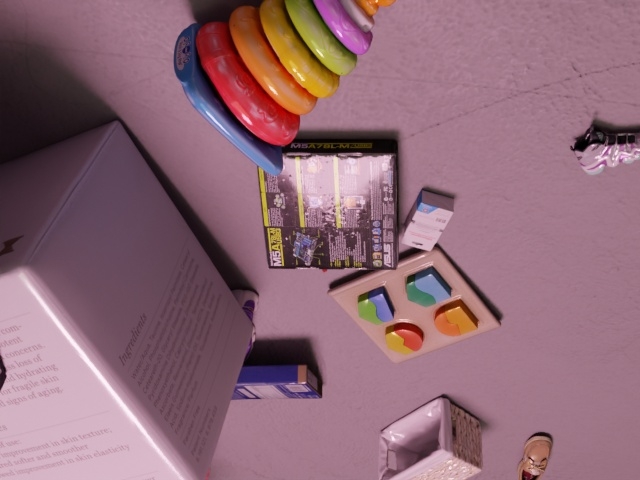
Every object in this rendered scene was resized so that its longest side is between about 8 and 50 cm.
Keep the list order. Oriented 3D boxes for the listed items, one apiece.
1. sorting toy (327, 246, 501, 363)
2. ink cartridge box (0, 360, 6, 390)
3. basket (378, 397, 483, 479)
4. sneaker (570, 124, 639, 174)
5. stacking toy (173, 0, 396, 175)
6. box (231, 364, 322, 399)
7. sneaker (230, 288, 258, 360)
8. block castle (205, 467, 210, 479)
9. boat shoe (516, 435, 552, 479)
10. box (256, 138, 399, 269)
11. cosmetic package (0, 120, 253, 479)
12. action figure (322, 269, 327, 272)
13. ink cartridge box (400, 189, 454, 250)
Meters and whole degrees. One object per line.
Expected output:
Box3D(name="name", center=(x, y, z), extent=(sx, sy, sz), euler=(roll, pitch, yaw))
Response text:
Box3D(name="sorting toy", center=(0.142, 0.108, 1.485), extent=(0.193, 0.038, 0.208), euler=(-24, 128, 29))
Box3D(name="ink cartridge box", center=(-0.520, 0.052, 1.044), extent=(0.307, 0.072, 0.304), euler=(7, 134, 10))
Box3D(name="basket", center=(0.189, 0.362, 1.688), extent=(0.103, 0.113, 0.167), euler=(30, 132, -24))
Box3D(name="sneaker", center=(0.357, -0.123, 1.218), extent=(0.098, 0.038, 0.069), euler=(-27, 127, 30))
Box3D(name="stacking toy", center=(-0.002, -0.231, 1.094), extent=(0.302, 0.175, 0.166), euler=(-32, 127, 20))
Box3D(name="box", center=(-0.119, 0.235, 1.615), extent=(0.225, 0.036, 0.136), euler=(-4, 160, 10))
Box3D(name="sneaker", center=(-0.138, 0.149, 1.541), extent=(0.068, 0.071, 0.170), euler=(8, 137, -1))
Box3D(name="block castle", center=(-0.338, 0.598, 1.866), extent=(0.213, 0.303, 0.453), euler=(19, 136, -13))
Box3D(name="boat shoe", center=(0.380, 0.395, 1.743), extent=(0.050, 0.045, 0.135), euler=(5, 136, 2))
Box3D(name="box", center=(0.012, -0.046, 1.321), extent=(0.184, 0.045, 0.191), euler=(1, 126, 9))
Box3D(name="cosmetic package", center=(-0.345, 0.121, 1.315), extent=(0.329, 0.327, 0.394), euler=(-16, 122, 23))
Box3D(name="action figure", center=(0.000, 0.000, 1.402), extent=(0.038, 0.030, 0.115), euler=(-8, 131, 20))
Box3D(name="ink cartridge box", center=(0.145, -0.027, 1.352), extent=(0.048, 0.028, 0.083), euler=(16, 135, -9))
